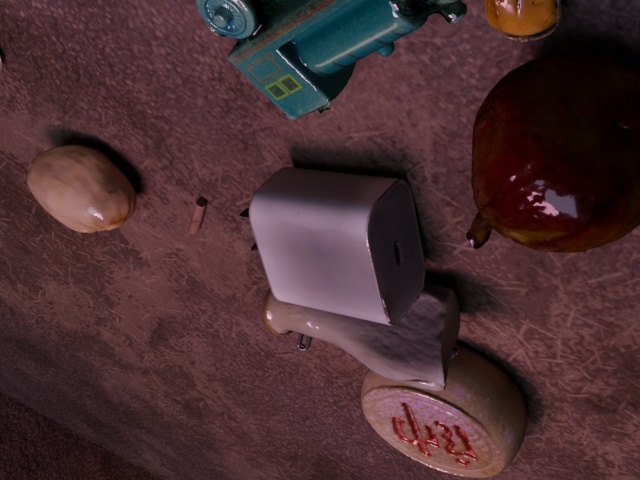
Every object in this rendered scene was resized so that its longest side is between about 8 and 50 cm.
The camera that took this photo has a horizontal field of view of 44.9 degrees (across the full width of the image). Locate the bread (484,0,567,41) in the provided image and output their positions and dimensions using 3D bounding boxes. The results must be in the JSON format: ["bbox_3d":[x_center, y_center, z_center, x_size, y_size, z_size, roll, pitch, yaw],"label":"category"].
[{"bbox_3d":[0.179,-0.231,0.685,0.072,0.053,0.106,12,136,25],"label":"bread"}]

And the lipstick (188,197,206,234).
[{"bbox_3d":[-0.206,-0.040,1.293,0.019,0.019,0.094,33,147,3],"label":"lipstick"}]

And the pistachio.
[{"bbox_3d":[-0.400,-0.092,1.319,0.201,0.117,0.145,29,109,21],"label":"pistachio"}]

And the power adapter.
[{"bbox_3d":[0.000,0.000,1.057,0.255,0.124,0.187,9,128,34],"label":"power adapter"}]

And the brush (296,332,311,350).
[{"bbox_3d":[-0.019,0.133,1.353,0.062,0.027,0.266,29,151,9],"label":"brush"}]

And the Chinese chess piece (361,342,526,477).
[{"bbox_3d":[0.198,0.271,1.258,0.270,0.112,0.270,22,146,16],"label":"Chinese chess piece"}]

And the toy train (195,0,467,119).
[{"bbox_3d":[0.011,-0.244,0.764,0.194,0.120,0.298,42,147,-25],"label":"toy train"}]

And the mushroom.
[{"bbox_3d":[0.051,0.117,1.131,0.329,0.159,0.122,9,120,28],"label":"mushroom"}]

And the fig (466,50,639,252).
[{"bbox_3d":[0.225,-0.040,0.762,0.191,0.190,0.290,26,138,13],"label":"fig"}]

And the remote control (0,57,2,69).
[{"bbox_3d":[-0.571,-0.352,1.190,0.073,0.044,0.229,12,141,35],"label":"remote control"}]
